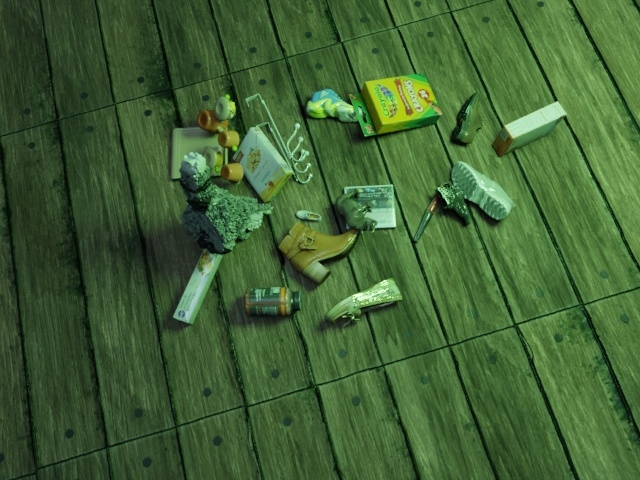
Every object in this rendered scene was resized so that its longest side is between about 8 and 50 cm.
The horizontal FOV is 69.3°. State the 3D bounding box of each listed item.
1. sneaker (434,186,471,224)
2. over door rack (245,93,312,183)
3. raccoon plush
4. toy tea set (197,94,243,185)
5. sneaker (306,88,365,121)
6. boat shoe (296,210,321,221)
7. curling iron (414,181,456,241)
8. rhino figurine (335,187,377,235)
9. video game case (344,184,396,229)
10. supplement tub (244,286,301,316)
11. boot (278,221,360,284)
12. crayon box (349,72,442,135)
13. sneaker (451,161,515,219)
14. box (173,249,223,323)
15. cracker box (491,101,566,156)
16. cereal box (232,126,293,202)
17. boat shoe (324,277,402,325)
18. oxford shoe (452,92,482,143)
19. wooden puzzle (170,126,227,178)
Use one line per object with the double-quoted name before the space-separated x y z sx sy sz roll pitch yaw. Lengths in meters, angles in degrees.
"sneaker" 0.497 -0.128 1.740 0.089 0.051 0.170 -19 91 -12
"over door rack" -0.137 -0.392 1.761 0.108 0.239 0.324 -36 77 -6
"raccoon plush" -0.301 -0.150 1.606 0.216 0.446 0.299 34 52 14
"toy tea set" -0.363 -0.376 1.787 0.200 0.124 0.336 -3 94 38
"sneaker" 0.066 -0.557 1.875 0.240 0.091 0.126 8 71 2
"boat shoe" -0.045 -0.096 1.783 0.100 0.035 0.035 16 76 6
"curling iron" 0.433 -0.110 1.765 0.068 0.035 0.274 33 79 10
"rhino figurine" 0.135 -0.099 1.696 0.106 0.073 0.243 -31 47 -2
"video game case" 0.191 -0.128 1.789 0.190 0.022 0.173 -3 75 3
"supplement tub" -0.169 0.221 1.667 0.198 0.106 0.106 -1 75 3
"boot" 0.000 0.000 1.732 0.220 0.109 0.283 40 87 16
"crayon box" 0.294 -0.535 1.822 0.319 0.081 0.202 -15 75 -17
"sneaker" 0.616 -0.194 1.766 0.115 0.105 0.281 -24 67 -39
"box" -0.443 0.148 1.720 0.063 0.067 0.324 20 78 8
"cracker box" 0.792 -0.423 1.771 0.232 0.155 0.067 -24 75 -5
"cereal box" -0.228 -0.291 1.786 0.240 0.047 0.173 52 128 14
"boat shoe" 0.153 0.230 1.650 0.285 0.104 0.089 -26 73 -5
"oxford shoe" 0.601 -0.483 1.846 0.096 0.083 0.227 23 77 -10
"wooden puzzle" -0.488 -0.356 1.874 0.239 0.044 0.220 -5 75 6
